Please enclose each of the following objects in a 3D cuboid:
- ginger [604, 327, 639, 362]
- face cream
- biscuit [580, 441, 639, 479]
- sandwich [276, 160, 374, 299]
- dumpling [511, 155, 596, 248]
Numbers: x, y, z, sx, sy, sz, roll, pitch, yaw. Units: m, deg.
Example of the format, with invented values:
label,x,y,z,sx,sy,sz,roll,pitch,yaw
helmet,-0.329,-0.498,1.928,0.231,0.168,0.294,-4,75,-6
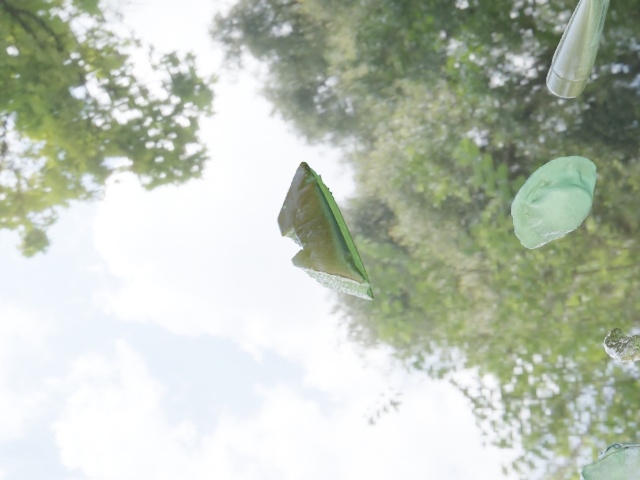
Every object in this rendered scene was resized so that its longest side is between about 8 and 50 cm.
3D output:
label,x,y,z,sx,sy,sz,roll,pitch,yaw
ginger,0.654,0.227,2.322,0.051,0.173,0.069,39,-90,-12
face cream,0.530,-0.428,2.141,0.084,0.341,0.137,33,-121,18
biscuit,0.352,0.289,1.145,0.040,0.265,0.188,53,-174,-47
sandwich,0.000,0.000,1.637,0.090,0.088,0.244,42,-160,-54
dumpling,0.482,-0.075,2.170,0.219,0.108,0.152,-56,-35,2
